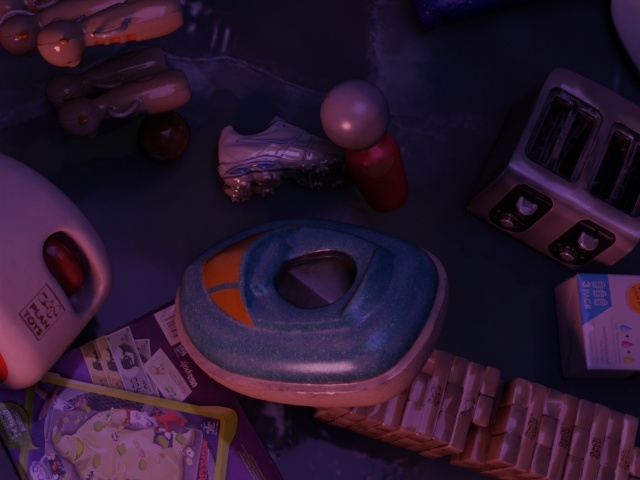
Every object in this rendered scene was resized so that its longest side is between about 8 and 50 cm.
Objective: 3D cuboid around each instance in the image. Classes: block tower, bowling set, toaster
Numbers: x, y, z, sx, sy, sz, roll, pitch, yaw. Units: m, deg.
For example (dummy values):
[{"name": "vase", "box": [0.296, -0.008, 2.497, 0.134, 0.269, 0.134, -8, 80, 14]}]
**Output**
[{"name": "block tower", "box": [0.153, 0.177, 1.116, 0.335, 0.097, 0.091, 20, 69, -10]}, {"name": "bowling set", "box": [-0.213, -0.150, 1.081, 0.154, 0.287, 0.200, -19, 112, -13]}, {"name": "toaster", "box": [0.275, -0.078, 1.216, 0.168, 0.110, 0.186, 30, 68, -5]}]

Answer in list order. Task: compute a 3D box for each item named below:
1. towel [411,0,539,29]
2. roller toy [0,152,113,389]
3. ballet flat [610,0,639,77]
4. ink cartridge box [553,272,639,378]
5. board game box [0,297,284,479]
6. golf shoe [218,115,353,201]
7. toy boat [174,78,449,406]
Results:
[{"name": "towel", "box": [0.168, -0.406, 1.315, 0.227, 0.076, 0.308, -16, 78, -11]}, {"name": "roller toy", "box": [-0.292, 0.030, 0.979, 0.191, 0.209, 0.146, 38, 58, -4]}, {"name": "ballet flat", "box": [0.485, -0.157, 1.284, 0.139, 0.139, 0.400, -27, 81, -20]}, {"name": "ink cartridge box", "box": [0.350, 0.094, 1.208, 0.181, 0.061, 0.104, 2, 73, -14]}, {"name": "board game box", "box": [-0.138, 0.246, 1.025, 0.208, 0.056, 0.347, -24, 75, -24]}, {"name": "golf shoe", "box": [-0.021, -0.097, 1.170, 0.176, 0.069, 0.086, -7, 69, -18]}, {"name": "toy boat", "box": [0.000, 0.000, 1.034, 0.267, 0.148, 0.318, 3, 49, 28]}]
